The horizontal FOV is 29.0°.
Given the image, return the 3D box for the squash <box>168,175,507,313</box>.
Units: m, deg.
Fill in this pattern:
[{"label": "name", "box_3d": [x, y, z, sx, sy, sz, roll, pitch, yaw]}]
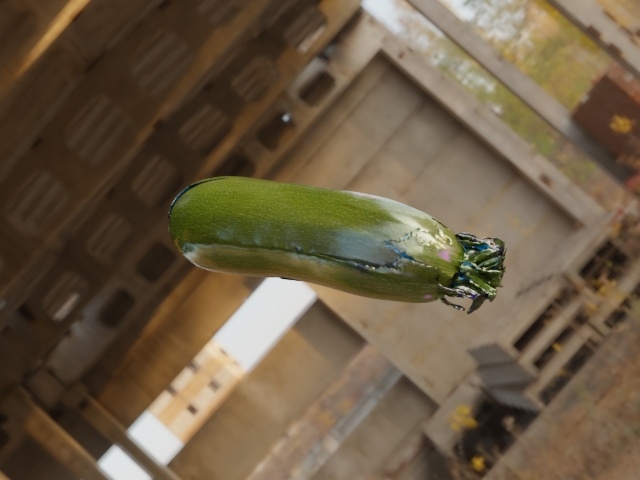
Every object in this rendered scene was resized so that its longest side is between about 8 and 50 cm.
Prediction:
[{"label": "squash", "box_3d": [0.000, 0.000, 0.581, 0.052, 0.183, 0.052, -23, -61, -52]}]
